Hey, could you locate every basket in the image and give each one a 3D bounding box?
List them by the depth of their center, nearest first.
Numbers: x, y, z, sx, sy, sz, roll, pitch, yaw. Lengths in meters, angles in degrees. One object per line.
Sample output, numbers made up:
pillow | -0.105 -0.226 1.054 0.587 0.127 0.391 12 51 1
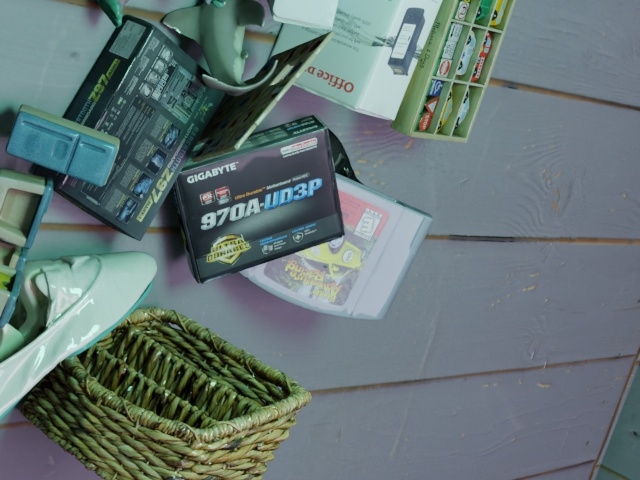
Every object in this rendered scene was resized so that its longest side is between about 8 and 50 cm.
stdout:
basket | -0.209 0.202 1.935 0.223 0.299 0.213 -59 144 -3

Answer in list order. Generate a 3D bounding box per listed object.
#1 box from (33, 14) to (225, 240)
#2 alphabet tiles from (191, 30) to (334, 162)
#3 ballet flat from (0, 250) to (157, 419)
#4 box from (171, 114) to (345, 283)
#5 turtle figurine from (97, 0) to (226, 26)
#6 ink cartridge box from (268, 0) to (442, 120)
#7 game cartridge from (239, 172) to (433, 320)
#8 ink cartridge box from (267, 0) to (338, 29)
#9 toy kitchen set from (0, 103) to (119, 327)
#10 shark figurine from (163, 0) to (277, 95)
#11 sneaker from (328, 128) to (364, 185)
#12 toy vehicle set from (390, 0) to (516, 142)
box | -0.233 -0.137 1.891 0.232 0.059 0.183 -61 146 -6
alphabet tiles | -0.090 -0.176 1.936 0.009 0.237 0.198 44 72 -16
ballet flat | -0.362 0.108 1.838 0.400 0.139 0.139 -42 141 -27
box | -0.086 -0.055 2.050 0.220 0.051 0.175 -18 121 -14
turtle figurine | -0.162 -0.354 1.792 0.234 0.118 0.175 -31 120 -17
ink cartridge box | 0.054 -0.303 2.062 0.100 0.172 0.237 12 102 -55
game cartridge | 0.000 0.000 2.169 0.294 0.060 0.196 22 102 -25
ink cartridge box | -0.017 -0.356 1.921 0.082 0.190 0.139 10 109 -10
toy kitchen set | -0.319 -0.021 1.713 0.122 0.166 0.207 19 106 -12
shark figurine | -0.136 -0.250 1.886 0.116 0.278 0.166 14 138 -18
sneaker | 0.043 -0.066 2.247 0.107 0.124 0.283 -51 144 -19
toy vehicle set | 0.201 -0.276 2.209 0.166 0.035 0.266 -1 113 -54
